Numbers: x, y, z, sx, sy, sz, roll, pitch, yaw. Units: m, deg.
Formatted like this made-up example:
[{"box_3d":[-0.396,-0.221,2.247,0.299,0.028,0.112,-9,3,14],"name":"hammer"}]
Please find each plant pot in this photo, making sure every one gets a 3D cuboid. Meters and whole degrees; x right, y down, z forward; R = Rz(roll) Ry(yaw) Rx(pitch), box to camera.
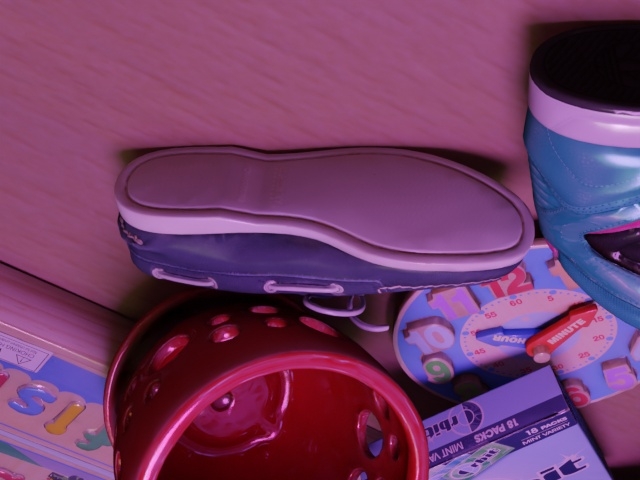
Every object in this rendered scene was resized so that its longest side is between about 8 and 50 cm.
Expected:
[{"box_3d":[-0.045,0.129,0.740,0.191,0.174,0.191,-5,108,-17],"name":"plant pot"}]

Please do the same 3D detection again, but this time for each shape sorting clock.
[{"box_3d":[0.154,0.067,0.790,0.206,0.040,0.206,2,137,2],"name":"shape sorting clock"}]

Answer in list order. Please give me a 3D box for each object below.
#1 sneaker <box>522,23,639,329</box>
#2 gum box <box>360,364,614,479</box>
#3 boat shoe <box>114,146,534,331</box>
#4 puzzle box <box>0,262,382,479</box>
[{"box_3d":[0.256,-0.015,0.632,0.295,0.124,0.178,7,133,7],"name":"sneaker"},{"box_3d":[0.131,0.176,0.854,0.157,0.041,0.184,-25,144,11],"name":"gum box"},{"box_3d":[0.000,0.000,0.688,0.254,0.095,0.079,2,135,4],"name":"boat shoe"},{"box_3d":[-0.169,0.174,0.917,0.409,0.052,0.272,27,133,-23],"name":"puzzle box"}]
